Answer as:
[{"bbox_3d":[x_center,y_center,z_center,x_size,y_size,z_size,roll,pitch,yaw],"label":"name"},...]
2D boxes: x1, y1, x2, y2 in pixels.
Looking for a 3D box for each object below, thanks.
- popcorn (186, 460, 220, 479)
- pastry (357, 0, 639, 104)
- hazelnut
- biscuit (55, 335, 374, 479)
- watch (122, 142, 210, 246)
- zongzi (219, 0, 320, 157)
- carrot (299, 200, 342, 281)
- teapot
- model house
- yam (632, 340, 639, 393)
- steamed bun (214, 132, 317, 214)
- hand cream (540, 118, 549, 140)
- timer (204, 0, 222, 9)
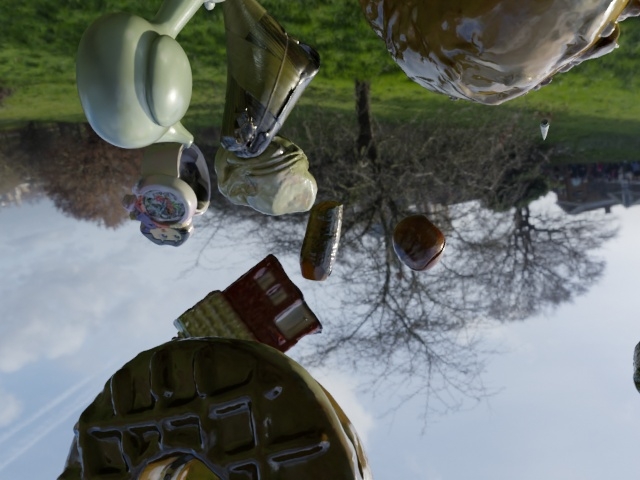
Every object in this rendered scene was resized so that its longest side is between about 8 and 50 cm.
[{"bbox_3d":[-0.163,0.406,0.798,0.259,0.212,0.259,-8,-140,7],"label":"popcorn"},{"bbox_3d":[0.166,-0.270,0.476,0.184,0.284,0.316,-1,-139,-29],"label":"pastry"},{"bbox_3d":[0.264,0.009,1.466,0.143,0.154,0.143,-36,-166,10],"label":"hazelnut"},{"bbox_3d":[-0.101,0.248,0.494,0.332,0.332,0.103,-6,169,23],"label":"biscuit"},{"bbox_3d":[-0.398,-0.132,1.434,0.196,0.244,0.231,-6,-137,11],"label":"watch"},{"bbox_3d":[-0.183,-0.374,1.163,0.154,0.317,0.289,7,-118,52],"label":"zongzi"},{"bbox_3d":[0.000,0.000,1.142,0.082,0.173,0.082,7,-173,-1],"label":"carrot"},{"bbox_3d":[-0.278,-0.305,0.857,0.149,0.318,0.220,4,-177,5],"label":"teapot"},{"bbox_3d":[-0.159,0.182,1.087,0.254,0.196,0.160,-34,178,-25],"label":"model house"},{"bbox_3d":[0.789,0.302,1.265,0.093,0.093,0.259,-4,-178,31],"label":"yam"},{"bbox_3d":[-0.162,-0.218,1.579,0.320,0.206,0.275,9,-147,3],"label":"steamed bun"},{"bbox_3d":[0.597,-0.299,1.428,0.022,0.035,0.102,-10,168,20],"label":"hand cream"},{"bbox_3d":[-0.249,-0.553,0.930,0.290,0.291,0.315,-8,153,15],"label":"timer"}]
